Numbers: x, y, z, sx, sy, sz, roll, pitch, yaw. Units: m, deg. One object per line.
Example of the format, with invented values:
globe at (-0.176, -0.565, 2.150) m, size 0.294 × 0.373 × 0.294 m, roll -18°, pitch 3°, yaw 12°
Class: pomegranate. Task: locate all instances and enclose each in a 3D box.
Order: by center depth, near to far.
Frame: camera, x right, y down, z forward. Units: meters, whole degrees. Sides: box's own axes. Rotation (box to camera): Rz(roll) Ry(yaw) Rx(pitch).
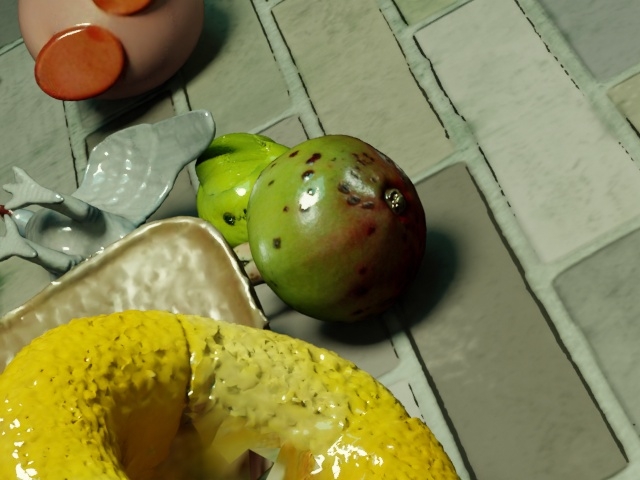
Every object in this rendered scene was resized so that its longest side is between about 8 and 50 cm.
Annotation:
pomegranate at (0.005, 0.005, 1.348) m, size 0.159 × 0.129 × 0.129 m, roll 115°, pitch 178°, yaw -46°

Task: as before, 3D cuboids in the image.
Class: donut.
donut at (-0.057, 0.144, 1.037) m, size 0.303 × 0.110 × 0.303 m, roll 15°, pitch 33°, yaw -10°

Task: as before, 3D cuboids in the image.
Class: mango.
mango at (-0.050, -0.038, 1.489) m, size 0.091 × 0.074 × 0.165 m, roll -15°, pitch 18°, yaw 4°

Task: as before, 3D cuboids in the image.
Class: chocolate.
chocolate at (-0.142, 0.099, 1.349) m, size 0.261 × 0.083 × 0.161 m, roll -29°, pitch 60°, yaw 11°

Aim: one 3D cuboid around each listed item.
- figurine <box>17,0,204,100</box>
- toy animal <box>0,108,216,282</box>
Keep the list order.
figurine at (-0.186, -0.209, 1.762) m, size 0.173 × 0.173 × 0.173 m, roll -22°, pitch 32°, yaw 15°
toy animal at (-0.169, -0.002, 1.490) m, size 0.255 × 0.176 × 0.239 m, roll 22°, pitch 89°, yaw 33°
